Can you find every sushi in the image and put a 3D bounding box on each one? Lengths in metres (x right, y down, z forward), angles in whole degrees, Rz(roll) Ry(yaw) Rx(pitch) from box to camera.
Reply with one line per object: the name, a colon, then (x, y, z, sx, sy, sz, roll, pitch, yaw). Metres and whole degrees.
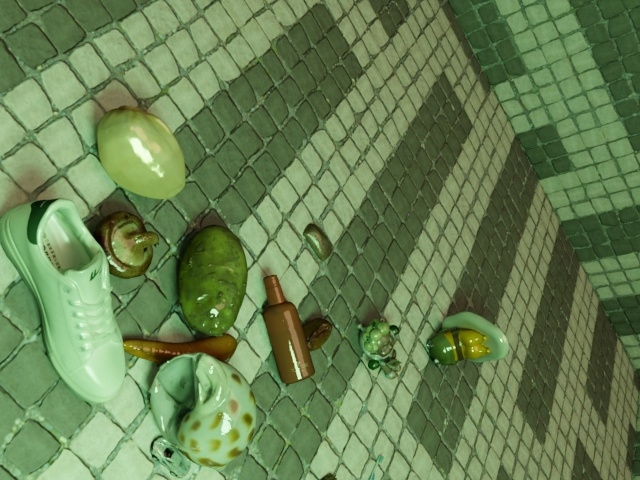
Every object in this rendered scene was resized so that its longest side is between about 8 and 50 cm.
sushi: (-0.020, 0.225, 1.588, 0.120, 0.055, 0.052, -46, 125, -36)

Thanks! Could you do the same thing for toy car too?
toy car: (-0.277, 0.402, 1.235, 0.093, 0.025, 0.041, 52, 42, -26)

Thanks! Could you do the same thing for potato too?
potato: (-0.218, 0.078, 1.353, 0.149, 0.113, 0.251, 22, 46, -34)

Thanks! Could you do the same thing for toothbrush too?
toothbrush: (0.122, 0.604, 1.662, 0.014, 0.017, 0.162, 52, 47, -18)

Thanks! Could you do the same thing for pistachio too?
pistachio: (-0.347, -0.167, 1.284, 0.145, 0.117, 0.200, -38, 121, -10)

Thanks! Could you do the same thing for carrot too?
carrot: (-0.265, 0.217, 1.293, 0.271, 0.062, 0.066, 0, 110, -47)

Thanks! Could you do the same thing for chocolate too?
chocolate: (0.000, 0.000, 1.707, 0.100, 0.031, 0.064, 58, 37, -18)

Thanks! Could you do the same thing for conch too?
conch: (-0.207, 0.327, 1.250, 0.149, 0.183, 0.274, -21, 115, -68)

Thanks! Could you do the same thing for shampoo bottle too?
shampoo bottle: (-0.081, 0.196, 1.502, 0.085, 0.085, 0.244, -12, 86, -52)

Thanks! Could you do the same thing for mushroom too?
mushroom: (-0.360, 0.008, 1.221, 0.127, 0.087, 0.127, 27, 54, -45)

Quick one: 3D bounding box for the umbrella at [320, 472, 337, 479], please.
umbrella: (0.010, 0.556, 1.533, 0.083, 0.031, 0.020, 1, 109, -48)

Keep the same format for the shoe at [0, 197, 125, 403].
shoe: (-0.390, 0.095, 1.097, 0.132, 0.160, 0.363, -32, 102, -49)

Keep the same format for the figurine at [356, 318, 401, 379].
figurine: (0.168, 0.288, 1.761, 0.197, 0.094, 0.147, 53, 53, -25)

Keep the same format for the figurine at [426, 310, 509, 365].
figurine: (0.415, 0.309, 1.970, 0.141, 0.250, 0.166, -21, 98, -33)
